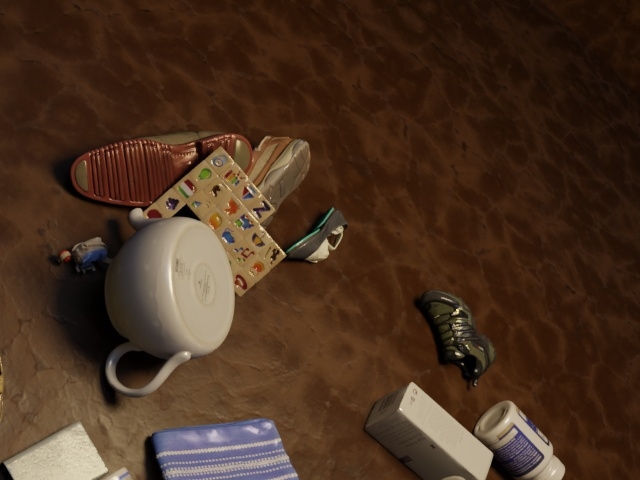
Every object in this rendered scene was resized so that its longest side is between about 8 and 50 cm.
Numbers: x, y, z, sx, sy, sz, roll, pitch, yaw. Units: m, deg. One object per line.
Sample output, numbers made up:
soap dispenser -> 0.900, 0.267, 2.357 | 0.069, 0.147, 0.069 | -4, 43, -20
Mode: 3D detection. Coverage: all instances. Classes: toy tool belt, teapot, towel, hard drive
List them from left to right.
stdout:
hard drive -> -0.392, 0.339, 1.308 | 0.135, 0.022, 0.094 | -26, 82, -47
toy tool belt -> -0.395, 0.030, 1.492 | 0.083, 0.052, 0.051 | -26, 73, -46
teapot -> -0.272, 0.090, 1.470 | 0.256, 0.187, 0.252 | -51, 128, -63
towel -> -0.111, 0.422, 1.398 | 0.243, 0.040, 0.336 | 4, 38, -38

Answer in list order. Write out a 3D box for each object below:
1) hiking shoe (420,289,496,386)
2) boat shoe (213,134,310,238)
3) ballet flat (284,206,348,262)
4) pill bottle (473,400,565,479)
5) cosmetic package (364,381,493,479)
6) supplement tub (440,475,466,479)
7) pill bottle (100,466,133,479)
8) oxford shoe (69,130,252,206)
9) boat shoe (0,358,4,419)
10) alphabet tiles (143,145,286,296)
hiking shoe -> 0.296, 0.209, 1.942 | 0.227, 0.086, 0.114 | 49, 39, -5
boat shoe -> -0.143, -0.099, 1.766 | 0.116, 0.123, 0.324 | 24, 49, 19
ballet flat -> 0.000, 0.000, 1.841 | 0.074, 0.074, 0.203 | 49, 40, -4
pill bottle -> 0.426, 0.442, 1.879 | 0.186, 0.112, 0.112 | 47, 43, -6
cosmetic package -> 0.211, 0.392, 1.726 | 0.231, 0.117, 0.085 | 42, 44, -9
supplement tub -> 0.314, 0.594, 1.595 | 0.316, 0.228, 0.228 | 40, 44, -14
pill bottle -> -0.289, 0.413, 1.306 | 0.078, 0.078, 0.137 | -24, 80, -47
oxford shoe -> -0.307, -0.141, 1.661 | 0.348, 0.130, 0.123 | -8, 109, -31
boat shoe -> -0.490, 0.204, 1.296 | 0.050, 0.045, 0.135 | -1, 63, -41
alphabet tiles -> -0.182, -0.021, 1.636 | 0.198, 0.009, 0.237 | -42, 103, -7
